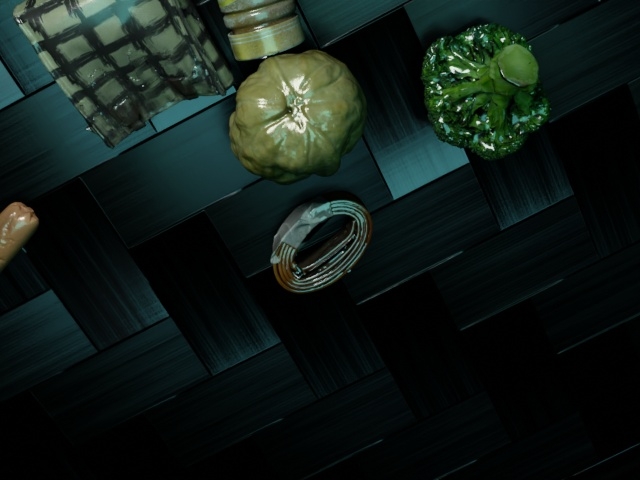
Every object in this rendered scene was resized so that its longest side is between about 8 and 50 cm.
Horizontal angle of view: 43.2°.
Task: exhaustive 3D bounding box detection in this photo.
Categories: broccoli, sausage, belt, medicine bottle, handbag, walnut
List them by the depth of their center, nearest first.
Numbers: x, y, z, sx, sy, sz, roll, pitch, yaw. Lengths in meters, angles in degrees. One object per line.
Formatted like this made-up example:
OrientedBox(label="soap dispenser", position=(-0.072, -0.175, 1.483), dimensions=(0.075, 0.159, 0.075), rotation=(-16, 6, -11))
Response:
OrientedBox(label="medicine bottle", position=(-0.144, -0.534, 1.598), dimensions=(0.151, 0.151, 0.323), rotation=(-16, 113, -1))
OrientedBox(label="handbag", position=(-0.388, -0.389, 1.627), dimensions=(0.325, 0.162, 0.327), rotation=(-24, 121, 6))
OrientedBox(label="walnut", position=(-0.047, -0.247, 1.662), dimensions=(0.253, 0.277, 0.282), rotation=(31, 78, 6))
OrientedBox(label="broccoli", position=(0.354, -0.331, 1.688), dimensions=(0.297, 0.297, 0.298), rotation=(2, 77, -9))
OrientedBox(label="sausage", position=(-0.731, 0.033, 1.785), dimensions=(0.086, 0.086, 0.289), rotation=(39, 103, -20))
OrientedBox(label="belt", position=(0.000, 0.000, 1.862), dimensions=(0.261, 0.105, 0.184), rotation=(-37, 110, 8))
